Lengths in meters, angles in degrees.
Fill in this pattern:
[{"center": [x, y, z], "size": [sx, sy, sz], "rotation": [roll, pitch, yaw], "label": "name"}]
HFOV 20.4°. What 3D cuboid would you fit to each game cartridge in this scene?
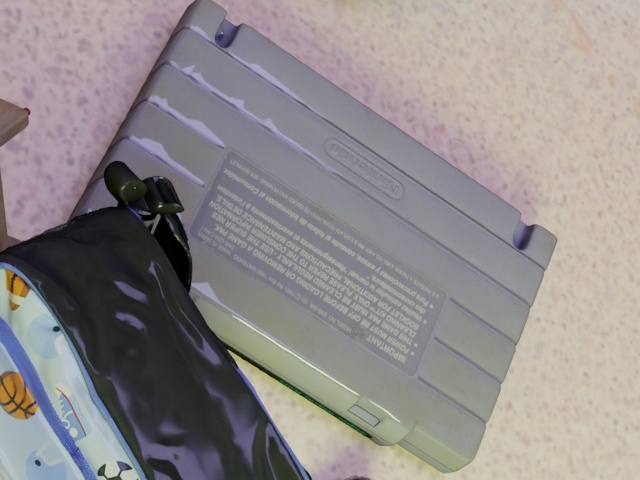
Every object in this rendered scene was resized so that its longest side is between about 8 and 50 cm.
[{"center": [0.000, 0.000, 1.363], "size": [0.355, 0.068, 0.230], "rotation": [34, 63, -14], "label": "game cartridge"}]

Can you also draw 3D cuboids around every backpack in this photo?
[{"center": [-0.149, 0.138, 1.107], "size": [0.213, 0.263, 0.277], "rotation": [-22, 76, -26], "label": "backpack"}]

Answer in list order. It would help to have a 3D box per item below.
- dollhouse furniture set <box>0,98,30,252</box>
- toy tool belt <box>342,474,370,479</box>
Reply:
[{"center": [-0.299, -0.033, 1.193], "size": [0.183, 0.129, 0.129], "rotation": [20, 40, 22], "label": "dollhouse furniture set"}, {"center": [0.016, 0.205, 1.296], "size": [0.083, 0.051, 0.052], "rotation": [-34, 90, -33], "label": "toy tool belt"}]
